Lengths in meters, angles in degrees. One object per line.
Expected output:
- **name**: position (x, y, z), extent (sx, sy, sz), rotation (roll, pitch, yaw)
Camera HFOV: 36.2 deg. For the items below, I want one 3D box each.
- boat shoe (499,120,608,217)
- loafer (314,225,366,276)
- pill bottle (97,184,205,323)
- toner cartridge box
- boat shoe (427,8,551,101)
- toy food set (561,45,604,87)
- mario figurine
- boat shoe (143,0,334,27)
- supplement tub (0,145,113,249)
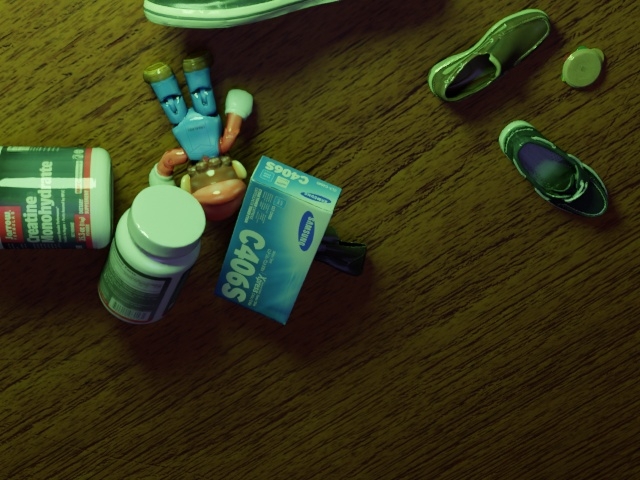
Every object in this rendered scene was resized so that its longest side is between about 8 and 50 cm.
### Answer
- **boat shoe**: position (0.486, -0.126, 2.000), extent (0.302, 0.091, 0.114), rotation (30, 110, -22)
- **loafer**: position (0.000, 0.000, 2.009), extent (0.220, 0.080, 0.078), rotation (22, 102, -22)
- **pill bottle**: position (-0.319, 0.027, 1.856), extent (0.161, 0.161, 0.283), rotation (14, 143, -16)
- **toner cartridge box**: position (-0.089, 0.008, 1.902), extent (0.165, 0.075, 0.348), rotation (22, 136, 0)
- **boat shoe**: position (0.330, -0.340, 1.855), extent (0.257, 0.095, 0.095), rotation (-34, 118, 10)
- **toy food set**: position (0.514, -0.341, 1.927), extent (0.082, 0.020, 0.083), rotation (5, 118, -11)
- **mario figurine**: position (-0.231, -0.191, 1.859), extent (0.198, 0.170, 0.321), rotation (0, 114, 33)
- **boat shoe**: position (-0.065, -0.474, 1.676), extent (0.499, 0.187, 0.156), rotation (-16, 115, -6)
- **supplement tub**: position (-0.524, -0.078, 1.808), extent (0.272, 0.191, 0.191), rotation (0, 119, -9)
